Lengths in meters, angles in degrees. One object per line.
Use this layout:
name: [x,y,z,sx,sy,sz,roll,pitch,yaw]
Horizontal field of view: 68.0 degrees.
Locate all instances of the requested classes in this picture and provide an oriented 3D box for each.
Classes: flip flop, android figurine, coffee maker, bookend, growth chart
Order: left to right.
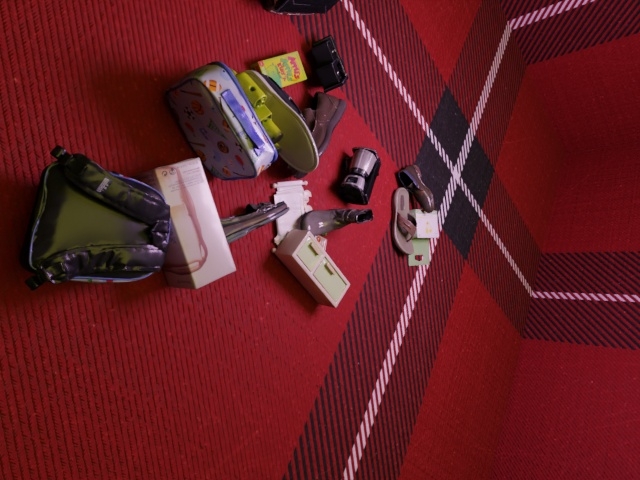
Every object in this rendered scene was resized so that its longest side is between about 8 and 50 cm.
android figurine: [-0.201,-0.354,1.282,0.056,0.248,0.272,-37,81,-15]
growth chart: [-0.090,-0.079,1.518,0.172,0.021,0.237,0,87,-46]
bookend: [0.025,-0.591,1.583,0.157,0.073,0.156,64,20,-20]
coffee maker: [0.152,-0.217,1.702,0.171,0.120,0.178,39,62,-38]
flip flop: [0.348,-0.079,1.919,0.112,0.080,0.276,1,86,-46]

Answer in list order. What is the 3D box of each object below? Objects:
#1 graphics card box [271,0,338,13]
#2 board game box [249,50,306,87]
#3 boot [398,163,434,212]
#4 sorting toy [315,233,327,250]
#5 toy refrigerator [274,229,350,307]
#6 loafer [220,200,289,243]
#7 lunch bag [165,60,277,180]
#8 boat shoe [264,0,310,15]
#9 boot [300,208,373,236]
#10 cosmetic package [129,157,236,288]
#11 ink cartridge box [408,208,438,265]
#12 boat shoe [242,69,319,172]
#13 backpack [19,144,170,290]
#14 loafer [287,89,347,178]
graphics card box: [-0.104,-0.884,1.445,0.233,0.094,0.370,-23,91,-44]
board game box: [-0.129,-0.527,1.489,0.181,0.043,0.092,-35,112,-41]
boot: [0.389,-0.205,1.955,0.106,0.082,0.219,-20,83,-47]
sorting toy: [0.000,0.000,1.611,0.062,0.012,0.083,24,71,-42]
toy refrigerator: [-0.018,0.093,1.513,0.102,0.094,0.269,-55,128,-25]
loafer: [-0.201,-0.069,1.359,0.268,0.096,0.084,-32,99,-38]
lunch bag: [-0.245,-0.290,1.213,0.115,0.243,0.303,-48,121,-30]
boat shoe: [-0.088,-0.761,1.527,0.207,0.073,0.073,-13,73,-41]
boot: [0.058,-0.070,1.552,0.247,0.161,0.083,-22,105,-51]
cosmetic package: [-0.339,-0.040,1.174,0.129,0.153,0.295,-27,106,-41]
ink cartridge box: [0.439,-0.012,2.029,0.171,0.056,0.234,0,86,-46]
boat shoe: [-0.104,-0.350,1.385,0.340,0.127,0.113,48,32,2]
backpack: [-0.464,-0.024,1.005,0.264,0.213,0.276,14,84,-34]
loafer: [-0.035,-0.348,1.537,0.130,0.134,0.365,31,53,-11]
